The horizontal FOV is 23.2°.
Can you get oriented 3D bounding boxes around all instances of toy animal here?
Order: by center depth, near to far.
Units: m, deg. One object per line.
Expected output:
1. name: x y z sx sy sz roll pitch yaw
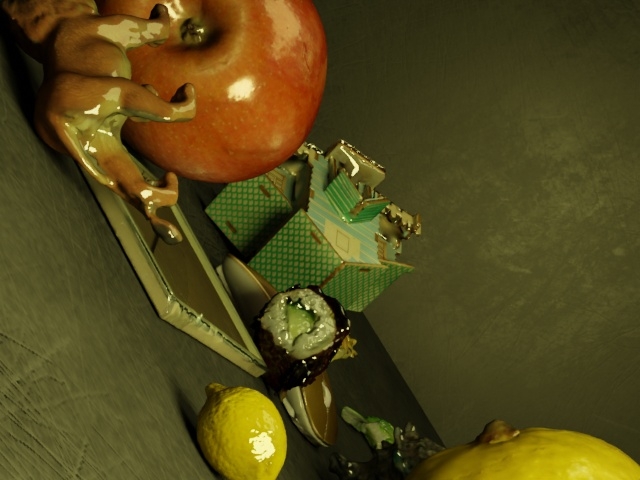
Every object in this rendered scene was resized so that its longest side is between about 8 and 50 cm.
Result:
1. toy animal: -0.197 -0.135 1.305 0.158 0.097 0.312 12 33 -23
2. toy animal: 0.078 0.272 2.128 0.075 0.041 0.217 58 7 20

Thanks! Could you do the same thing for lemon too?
1. lemon: -0.059 0.142 1.145 0.092 0.065 0.065 60 4 25
2. lemon: 0.183 0.309 1.333 0.297 0.297 0.297 58 4 -6

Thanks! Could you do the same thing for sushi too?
1. sushi: -0.022 0.104 1.595 0.098 0.094 0.084 56 -31 16

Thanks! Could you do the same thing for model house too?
1. model house: 0.000 0.000 1.918 0.271 0.178 0.206 37 32 -20

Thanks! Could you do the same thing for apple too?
1. apple: -0.122 -0.195 1.634 0.206 0.252 0.271 32 39 -70

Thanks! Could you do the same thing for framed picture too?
1. framed picture: -0.144 0.005 1.458 0.232 0.024 0.315 60 3 20

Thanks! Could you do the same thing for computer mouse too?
1. computer mouse: -0.039 0.115 1.715 0.245 0.056 0.126 62 6 32

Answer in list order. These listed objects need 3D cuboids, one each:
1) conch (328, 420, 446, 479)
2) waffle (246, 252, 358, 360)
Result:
1. conch: 0.136 0.324 1.610 0.313 0.186 0.240 36 -11 13
2. waffle: -0.046 0.041 2.156 0.329 0.062 0.329 56 4 -7
